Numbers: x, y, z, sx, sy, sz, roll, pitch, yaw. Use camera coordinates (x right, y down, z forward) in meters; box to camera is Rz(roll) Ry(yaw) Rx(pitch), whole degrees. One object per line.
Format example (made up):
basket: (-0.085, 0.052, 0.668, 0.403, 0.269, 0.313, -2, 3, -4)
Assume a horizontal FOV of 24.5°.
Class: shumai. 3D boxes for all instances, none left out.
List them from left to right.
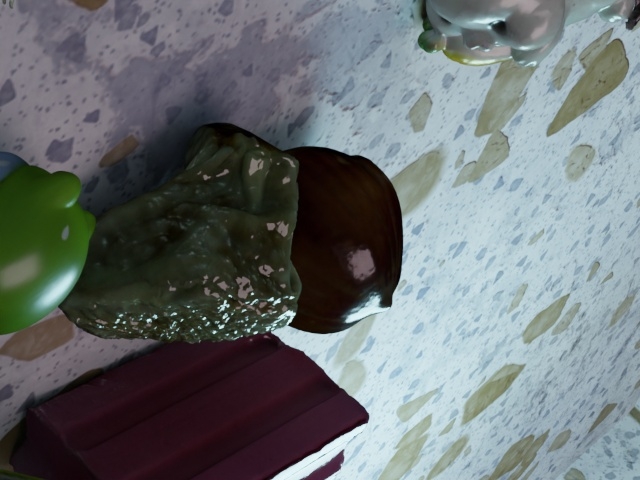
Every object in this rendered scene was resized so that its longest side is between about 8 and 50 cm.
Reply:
shumai: (-0.155, -0.010, 1.499, 0.260, 0.222, 0.225, -3, 166, -19)

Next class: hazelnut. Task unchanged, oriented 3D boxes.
hazelnut: (0.000, 0.000, 1.654, 0.229, 0.229, 0.229, -38, 153, -23)

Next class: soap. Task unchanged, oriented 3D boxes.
soap: (-0.146, 0.235, 1.728, 0.359, 0.233, 0.128, -24, 147, -44)

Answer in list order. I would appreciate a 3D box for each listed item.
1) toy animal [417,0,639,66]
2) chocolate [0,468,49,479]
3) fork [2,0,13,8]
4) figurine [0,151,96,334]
toy animal: (0.226, -0.304, 1.660, 0.310, 0.183, 0.247, -9, 129, -48)
chocolate: (-0.326, 0.337, 1.479, 0.289, 0.301, 0.137, 78, 25, -53)
fork: (-0.197, -0.278, 1.144, 0.219, 0.034, 0.028, -55, 164, 12)
figurine: (-0.317, 0.028, 1.270, 0.263, 0.143, 0.162, -31, 155, -12)
